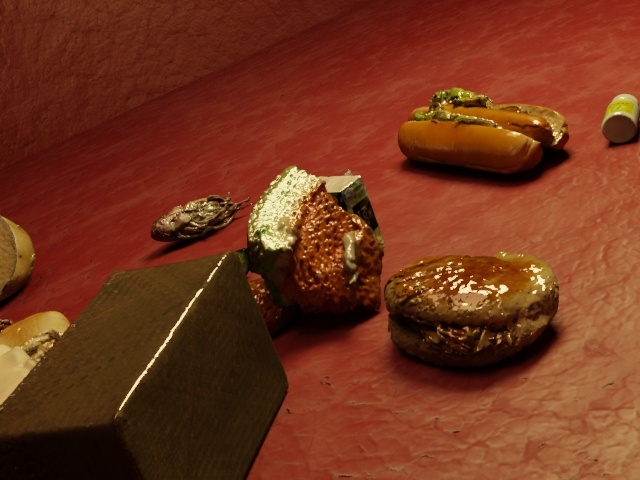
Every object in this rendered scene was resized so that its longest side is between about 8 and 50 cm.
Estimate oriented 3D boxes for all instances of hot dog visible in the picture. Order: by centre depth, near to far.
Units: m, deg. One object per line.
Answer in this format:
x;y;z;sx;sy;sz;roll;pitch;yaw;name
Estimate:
-0.099;0.088;0.982;0.147;0.065;0.099;-16;20;-15;hot dog
0.231;-0.173;1.215;0.135;0.100;0.337;-32;24;-20;hot dog

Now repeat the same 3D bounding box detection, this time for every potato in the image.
-0.624;0.048;1.499;0.202;0.182;0.117;-35;-19;15;potato

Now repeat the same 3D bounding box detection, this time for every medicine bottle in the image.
0.425;-0.173;1.100;0.047;0.047;0.083;-8;27;31;medicine bottle

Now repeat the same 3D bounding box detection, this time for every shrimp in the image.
-0.210;-0.043;1.385;0.190;0.074;0.073;-14;-11;-5;shrimp

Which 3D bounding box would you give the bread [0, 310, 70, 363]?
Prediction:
-0.391;0.157;1.073;0.119;0.084;0.177;-27;22;-14;bread

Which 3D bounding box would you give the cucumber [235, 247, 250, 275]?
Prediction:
-0.200;0.068;1.154;0.220;0.046;0.070;-16;25;20;cucumber

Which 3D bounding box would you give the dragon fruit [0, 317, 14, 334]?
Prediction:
-0.577;0.162;1.246;0.094;0.094;0.190;2;21;45;dragon fruit

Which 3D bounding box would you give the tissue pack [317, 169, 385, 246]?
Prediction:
0.035;-0.034;1.072;0.085;0.111;0.079;2;32;44;tissue pack

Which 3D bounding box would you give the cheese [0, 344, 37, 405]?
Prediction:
-0.383;0.245;0.782;0.292;0.153;0.332;-30;25;-18;cheese

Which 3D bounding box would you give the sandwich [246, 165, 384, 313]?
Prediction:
0.000;-0.007;0.946;0.160;0.109;0.184;3;46;11;sandwich

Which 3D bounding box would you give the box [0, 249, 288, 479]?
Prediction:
-0.152;0.155;0.728;0.143;0.184;0.273;-9;26;20;box

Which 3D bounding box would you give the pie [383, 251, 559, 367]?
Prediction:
0.150;0.057;0.805;0.193;0.079;0.163;3;30;46;pie
